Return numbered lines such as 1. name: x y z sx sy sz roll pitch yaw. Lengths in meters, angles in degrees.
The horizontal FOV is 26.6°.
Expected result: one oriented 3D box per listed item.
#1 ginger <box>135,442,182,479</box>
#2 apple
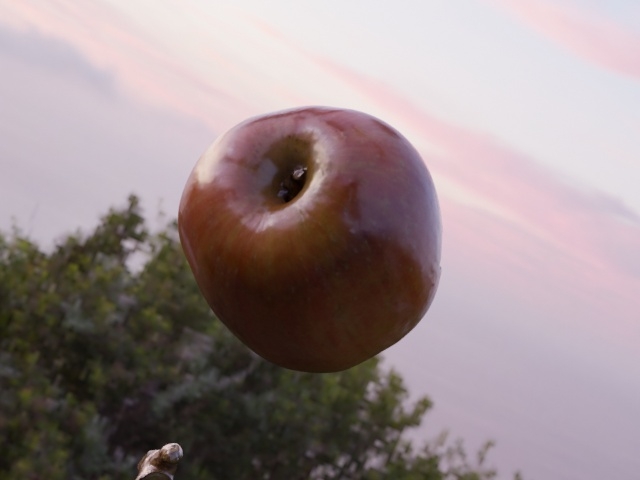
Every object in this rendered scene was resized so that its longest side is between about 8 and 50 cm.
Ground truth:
1. ginger: -0.135 0.193 1.114 0.030 0.048 0.097 38 -24 -8
2. apple: 0.000 0.000 1.265 0.242 0.242 0.241 24 -17 29
